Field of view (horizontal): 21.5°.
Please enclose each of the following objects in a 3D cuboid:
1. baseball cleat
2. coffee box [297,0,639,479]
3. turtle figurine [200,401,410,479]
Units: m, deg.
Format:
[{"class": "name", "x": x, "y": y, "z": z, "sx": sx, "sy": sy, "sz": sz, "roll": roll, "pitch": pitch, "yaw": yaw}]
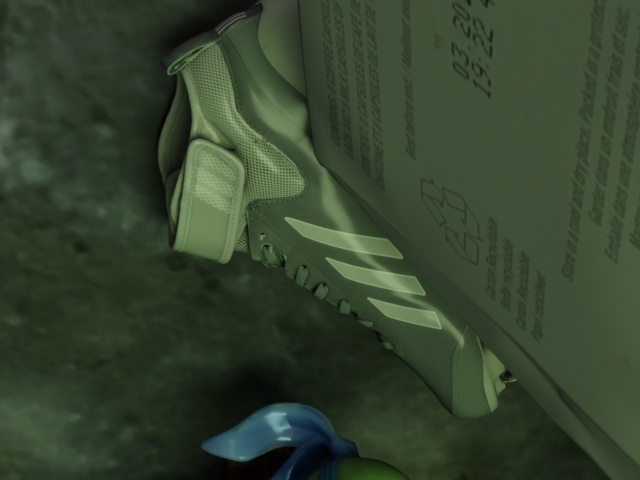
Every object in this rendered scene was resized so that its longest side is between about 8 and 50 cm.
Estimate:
[{"class": "baseball cleat", "x": 0.000, "y": 0.000, "z": 0.684, "sx": 0.109, "sy": 0.072, "sz": 0.206, "roll": -26, "pitch": 112, "yaw": -1}, {"class": "coffee box", "x": 0.218, "y": -0.096, "z": 0.465, "sx": 0.334, "sy": 0.338, "sz": 0.337, "roll": -32, "pitch": 150, "yaw": -18}, {"class": "turtle figurine", "x": -0.024, "y": 0.235, "z": 0.687, "sx": 0.198, "sy": 0.274, "sz": 0.266, "roll": -16, "pitch": 151, "yaw": -50}]
